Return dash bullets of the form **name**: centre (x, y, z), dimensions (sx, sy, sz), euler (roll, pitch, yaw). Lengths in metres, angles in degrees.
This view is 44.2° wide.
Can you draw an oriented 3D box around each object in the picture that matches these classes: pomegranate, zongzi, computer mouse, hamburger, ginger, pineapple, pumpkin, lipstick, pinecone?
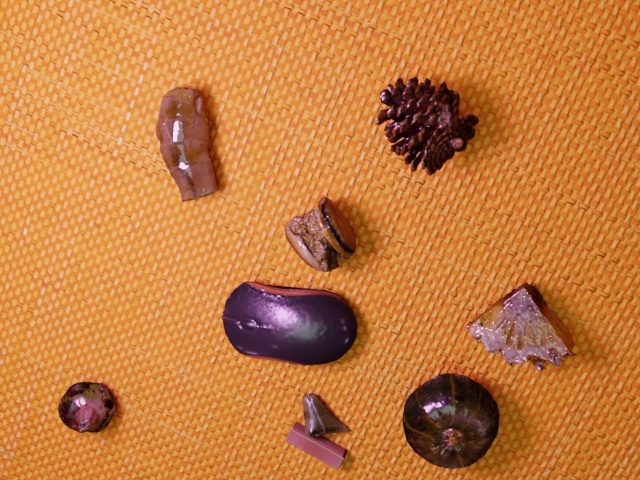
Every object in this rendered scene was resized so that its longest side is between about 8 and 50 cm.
- **pomegranate**: centre (-0.580, 0.427, 1.946), dimensions (0.138, 0.163, 0.126), euler (23, 122, -17)
- **zongzi**: centre (0.015, 0.412, 1.890), dimensions (0.113, 0.052, 0.104), euler (-4, 86, -13)
- **computer mouse**: centre (-0.077, 0.193, 1.822), dimensions (0.323, 0.116, 0.183), euler (5, 97, 11)
- **hamburger**: centre (0.000, 0.000, 1.738), dimensions (0.131, 0.185, 0.159), euler (-32, 109, 12)
- **ginger**: centre (-0.304, -0.215, 1.788), dimensions (0.109, 0.116, 0.263), euler (8, 113, 51)
- **pineapple**: centre (0.441, 0.186, 1.722), dimensions (0.236, 0.114, 0.186), euler (13, 104, 11)
- **pumpkin**: centre (0.292, 0.403, 1.773), dimensions (0.223, 0.157, 0.224), euler (2, 119, 4)
- **lipstick**: centre (-0.009, 0.495, 1.904), dimensions (0.145, 0.045, 0.045), euler (28, 107, 4)
- **pinecone**: centre (0.211, -0.252, 1.645), dimensions (0.168, 0.185, 0.212), euler (-45, 71, 38)
